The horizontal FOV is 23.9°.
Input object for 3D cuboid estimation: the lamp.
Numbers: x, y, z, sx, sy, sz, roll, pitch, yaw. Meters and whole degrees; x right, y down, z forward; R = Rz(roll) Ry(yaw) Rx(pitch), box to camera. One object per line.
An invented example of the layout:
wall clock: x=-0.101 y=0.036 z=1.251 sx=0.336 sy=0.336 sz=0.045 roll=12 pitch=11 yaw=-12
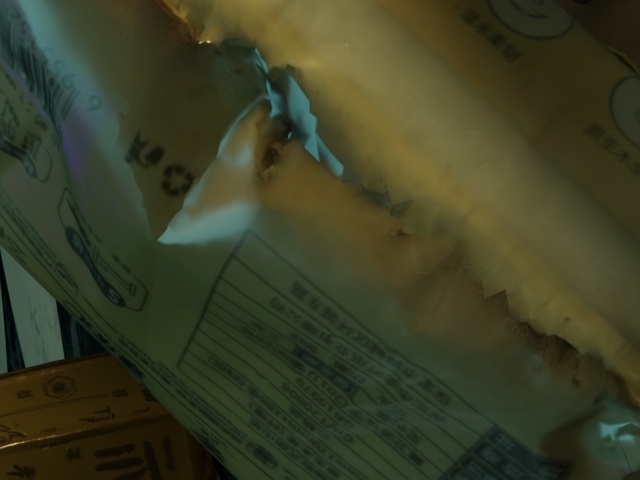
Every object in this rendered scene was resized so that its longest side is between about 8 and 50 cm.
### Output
lamp: x=-0.174 y=0.159 z=1.071 sx=0.161 sy=0.185 sz=0.161 roll=169 pitch=90 yaw=-73

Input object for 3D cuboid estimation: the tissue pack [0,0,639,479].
tissue pack: x=-0.009 y=-0.011 z=0.457 sx=0.256 sy=0.123 sz=0.215 roll=46 pitch=153 yaw=9

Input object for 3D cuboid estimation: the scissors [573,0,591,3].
scissors: x=0.091 y=-0.107 z=0.422 sx=0.113 sy=0.012 sz=0.039 roll=128 pitch=131 yaw=-66
